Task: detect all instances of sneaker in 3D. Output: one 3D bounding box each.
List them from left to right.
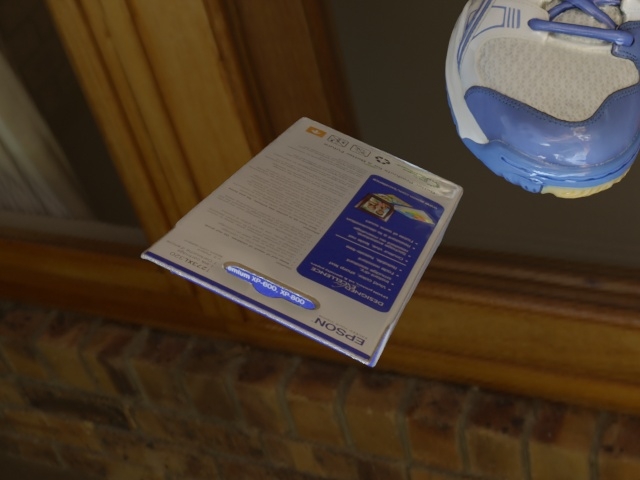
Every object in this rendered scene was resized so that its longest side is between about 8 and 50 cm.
[{"bbox_3d":[0.138,-0.162,0.587,0.111,0.131,0.297,10,-127,2],"label":"sneaker"}]

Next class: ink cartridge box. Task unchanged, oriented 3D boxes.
[{"bbox_3d":[0.000,0.000,0.883,0.175,0.069,0.371,25,-156,7],"label":"ink cartridge box"}]
